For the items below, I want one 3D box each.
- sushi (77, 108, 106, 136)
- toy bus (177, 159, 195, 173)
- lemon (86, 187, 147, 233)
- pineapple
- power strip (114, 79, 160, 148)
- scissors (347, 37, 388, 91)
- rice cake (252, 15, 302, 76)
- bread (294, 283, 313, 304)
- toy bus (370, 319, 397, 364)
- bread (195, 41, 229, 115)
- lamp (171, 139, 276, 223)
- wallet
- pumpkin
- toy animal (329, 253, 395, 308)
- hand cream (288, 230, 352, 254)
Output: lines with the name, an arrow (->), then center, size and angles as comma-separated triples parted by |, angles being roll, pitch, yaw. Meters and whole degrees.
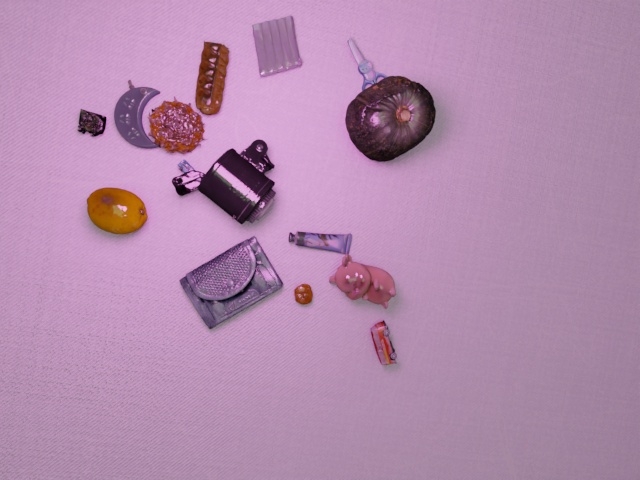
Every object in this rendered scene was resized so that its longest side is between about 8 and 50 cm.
sushi -> -0.847, -0.430, 1.539 | 0.083, 0.056, 0.085 | 12, 90, -14
toy bus -> -0.507, -0.268, 1.591 | 0.046, 0.038, 0.083 | -45, 97, -6
lemon -> -0.741, -0.108, 1.509 | 0.207, 0.170, 0.170 | 11, 91, -1
pineapple -> -0.531, -0.425, 1.540 | 0.224, 0.076, 0.225 | -2, 95, -26
power strip -> -0.685, -0.474, 1.555 | 0.167, 0.054, 0.254 | -2, 93, -8
scissors -> 0.179, -0.688, 1.659 | 0.125, 0.030, 0.256 | -34, 98, -4
rice cake -> -0.171, -0.754, 1.612 | 0.189, 0.037, 0.198 | -17, 94, -5
bread -> -0.069, 0.212, 1.658 | 0.080, 0.046, 0.084 | 19, 89, -9
toy bus -> 0.256, 0.418, 1.690 | 0.077, 0.079, 0.175 | -17, 94, 4
bread -> -0.410, -0.607, 1.566 | 0.087, 0.098, 0.270 | 10, 92, 35
lamp -> -0.308, -0.186, 1.531 | 0.374, 0.205, 0.272 | -33, 92, -15
wallet -> -0.346, 0.163, 1.612 | 0.341, 0.075, 0.237 | -30, 92, -4
pumpkin -> 0.265, -0.462, 1.559 | 0.327, 0.257, 0.292 | -41, 109, 2
toy animal -> 0.173, 0.162, 1.630 | 0.250, 0.154, 0.167 | 22, 112, -13
hand cream -> 0.000, 0.000, 1.660 | 0.255, 0.055, 0.088 | 7, 96, -13
